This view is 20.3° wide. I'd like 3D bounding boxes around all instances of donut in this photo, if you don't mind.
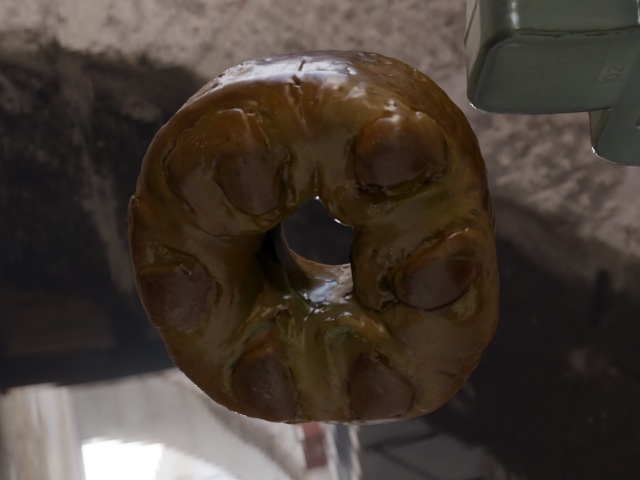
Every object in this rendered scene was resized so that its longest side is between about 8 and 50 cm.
[{"bbox_3d":[-0.002,-0.001,1.016,0.227,0.114,0.226,5,-61,9],"label":"donut"}]

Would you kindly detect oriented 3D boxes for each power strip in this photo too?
[{"bbox_3d":[0.225,-0.153,1.143,0.261,0.141,0.229,4,-30,-4],"label":"power strip"}]
